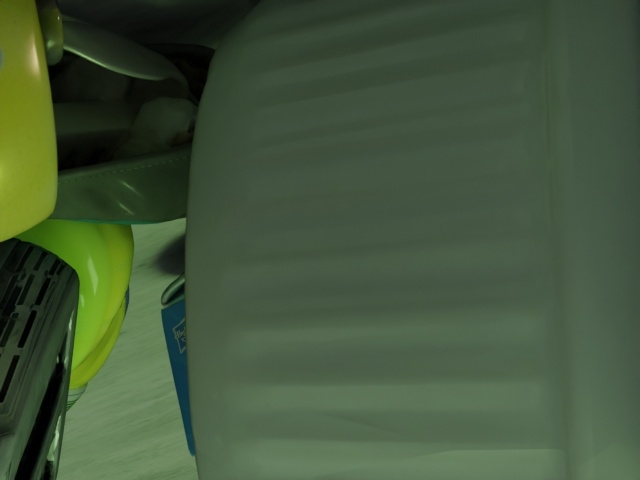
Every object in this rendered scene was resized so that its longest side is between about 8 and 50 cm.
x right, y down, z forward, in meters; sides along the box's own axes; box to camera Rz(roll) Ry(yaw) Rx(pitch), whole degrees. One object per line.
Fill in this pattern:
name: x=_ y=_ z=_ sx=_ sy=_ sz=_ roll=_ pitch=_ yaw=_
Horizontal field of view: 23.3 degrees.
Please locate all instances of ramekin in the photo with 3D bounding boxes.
ramekin: x=0.044 y=0.030 z=0.502 sx=0.127 sy=0.272 sz=0.273 roll=-4 pitch=171 yaw=10

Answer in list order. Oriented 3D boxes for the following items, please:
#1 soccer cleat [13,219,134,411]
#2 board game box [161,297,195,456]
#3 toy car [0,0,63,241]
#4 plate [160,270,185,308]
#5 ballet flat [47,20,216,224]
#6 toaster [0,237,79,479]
soccer cleat: x=-0.126 y=0.019 z=0.677 sx=0.121 sy=0.093 sz=0.289 roll=-46 pitch=178 yaw=-29
board game box: x=0.127 y=0.026 z=0.841 sx=0.308 sy=0.086 sz=0.302 roll=-1 pitch=161 yaw=-45
toy car: x=-0.058 y=-0.072 z=0.297 sx=0.225 sy=0.053 sz=0.239 roll=-26 pitch=155 yaw=11
plate: x=0.000 y=0.000 z=0.861 sx=0.188 sy=0.024 sz=0.188 roll=-17 pitch=168 yaw=-4
ballet flat: x=-0.112 y=-0.037 z=0.463 sx=0.213 sy=0.072 sz=0.068 roll=-7 pitch=137 yaw=-43
toaster: x=-0.158 y=0.062 z=0.470 sx=0.146 sy=0.129 sz=0.227 roll=9 pitch=-160 yaw=-4
